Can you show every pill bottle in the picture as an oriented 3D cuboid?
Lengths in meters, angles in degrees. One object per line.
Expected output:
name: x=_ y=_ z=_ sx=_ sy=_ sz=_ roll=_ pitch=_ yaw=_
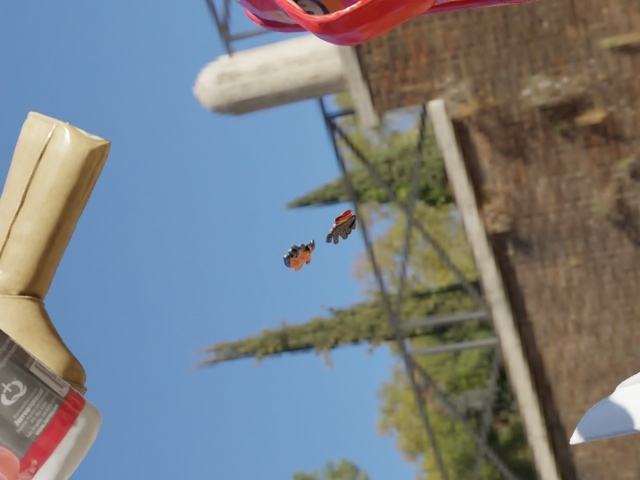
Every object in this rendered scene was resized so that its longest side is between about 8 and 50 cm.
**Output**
pill bottle: x=-0.368 y=0.126 z=1.191 sx=0.318 sy=0.176 sz=0.176 roll=41 pitch=-148 yaw=-9

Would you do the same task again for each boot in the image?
boot: x=-0.285 y=0.012 z=1.402 sx=0.089 sy=0.236 sz=0.269 roll=27 pitch=-96 yaw=-52

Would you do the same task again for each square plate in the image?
square plate: x=0.498 y=0.127 z=1.522 sx=0.344 sy=0.347 sz=0.049 roll=-21 pitch=-94 yaw=-34

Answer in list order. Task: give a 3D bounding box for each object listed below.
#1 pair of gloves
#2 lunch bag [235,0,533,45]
pair of gloves: x=0.000 y=0.000 z=1.295 sx=0.010 sy=0.083 sz=0.074 roll=55 pitch=176 yaw=14
lunch bag: x=0.052 y=-0.234 z=0.808 sx=0.120 sy=0.293 sz=0.258 roll=36 pitch=-118 yaw=-47
